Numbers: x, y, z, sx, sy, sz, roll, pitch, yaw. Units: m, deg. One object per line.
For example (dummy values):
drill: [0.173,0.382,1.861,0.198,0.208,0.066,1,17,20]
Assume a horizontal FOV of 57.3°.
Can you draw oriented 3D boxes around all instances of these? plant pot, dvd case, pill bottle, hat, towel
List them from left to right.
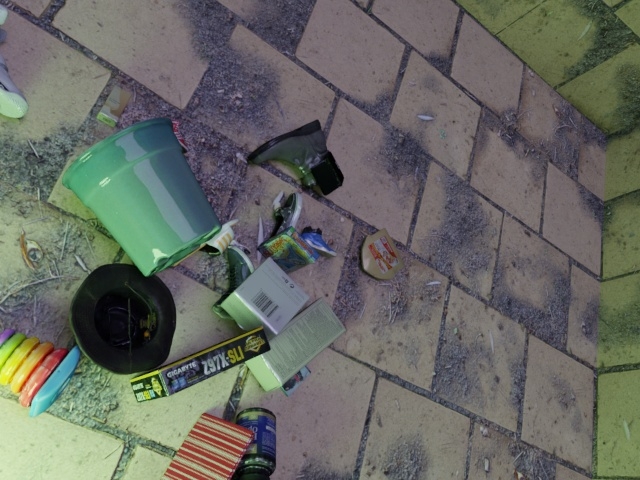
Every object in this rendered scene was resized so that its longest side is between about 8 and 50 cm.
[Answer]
hat: [-0.554,0.217,1.588,0.331,0.133,0.332,29,54,-48]
plant pot: [-0.465,-0.104,1.617,0.341,0.341,0.334,-33,89,-37]
towel: [-0.320,0.618,1.598,0.275,0.198,0.031,-59,144,-33]
pill bottle: [-0.187,0.603,1.674,0.122,0.123,0.219,26,36,-25]
dvd case: [-0.093,0.436,1.911,0.119,0.013,0.087,-41,99,-38]

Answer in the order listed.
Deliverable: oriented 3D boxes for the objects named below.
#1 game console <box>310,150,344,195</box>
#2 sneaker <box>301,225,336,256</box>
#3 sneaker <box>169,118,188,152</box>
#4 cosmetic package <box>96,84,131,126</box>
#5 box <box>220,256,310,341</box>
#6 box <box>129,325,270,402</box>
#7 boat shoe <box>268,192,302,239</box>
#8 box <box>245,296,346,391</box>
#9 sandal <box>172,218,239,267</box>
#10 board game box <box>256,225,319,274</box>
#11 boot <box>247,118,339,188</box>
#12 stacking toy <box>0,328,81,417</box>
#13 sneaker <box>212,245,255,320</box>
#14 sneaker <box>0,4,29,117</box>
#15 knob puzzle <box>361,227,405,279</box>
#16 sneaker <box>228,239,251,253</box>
game console: [0.026,-0.246,2.143,0.122,0.071,0.107,60,24,-25]
sneaker: [0.000,0.000,2.097,0.152,0.058,0.085,23,71,-19]
sneaker: [-0.464,-0.344,1.906,0.118,0.042,0.067,41,59,-13]
cosmetic package: [-0.637,-0.415,1.811,0.060,0.041,0.115,28,60,-24]
box: [-0.164,0.183,1.757,0.181,0.119,0.182,46,50,-3]
box: [-0.332,0.345,1.625,0.321,0.257,0.079,-18,86,-37]
boat shoe: [-0.129,-0.075,2.028,0.076,0.080,0.229,27,68,-26]
box: [-0.081,0.330,1.877,0.311,0.121,0.148,-32,85,-37]
sandal: [-0.350,0.026,1.829,0.265,0.102,0.076,-39,99,-28]
board game box: [-0.109,0.037,1.919,0.136,0.201,0.035,46,54,-12]
boot: [-0.081,-0.283,2.112,0.338,0.118,0.223,-30,102,-30]
stacking toy: [-0.760,0.281,1.434,0.301,0.166,0.175,34,48,-8]
sneaker: [-0.279,0.140,1.839,0.163,0.086,0.226,-23,89,-40]
sneaker: [-0.903,-0.520,1.603,0.366,0.137,0.210,44,58,-10]
knob puzzle: [0.220,0.067,2.244,0.213,0.030,0.213,12,68,-32]
sneaker: [-0.268,0.028,1.925,0.083,0.032,0.037,28,74,-18]
